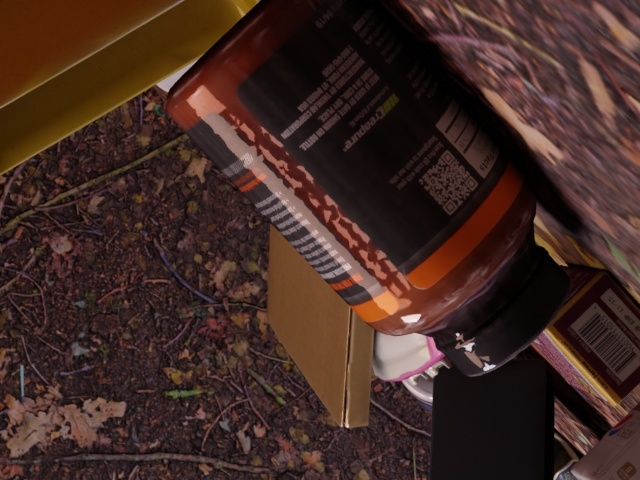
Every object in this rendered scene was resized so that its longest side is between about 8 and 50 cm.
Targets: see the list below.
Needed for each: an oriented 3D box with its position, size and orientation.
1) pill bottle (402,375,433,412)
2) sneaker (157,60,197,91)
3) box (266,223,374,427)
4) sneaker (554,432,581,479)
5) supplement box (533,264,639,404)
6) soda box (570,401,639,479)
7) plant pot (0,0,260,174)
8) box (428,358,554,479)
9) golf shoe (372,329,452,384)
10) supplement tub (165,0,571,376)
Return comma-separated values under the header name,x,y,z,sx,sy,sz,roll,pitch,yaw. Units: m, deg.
name,x,y,z,sx,sy,sz,roll,pitch,yaw
pill bottle,0.131,0.130,1.481,0.094,0.094,0.169,45,177,18
sneaker,-0.116,-0.187,1.048,0.094,0.080,0.212,58,175,23
box,0.000,0.000,0.979,0.164,0.021,0.201,-130,38,-58
sneaker,0.244,0.232,1.659,0.192,0.064,0.086,43,168,49
supplement box,0.137,0.047,0.748,0.055,0.043,0.083,46,176,-6
soda box,0.253,0.195,0.870,0.216,0.069,0.074,46,177,1
plant pot,-0.170,-0.167,0.819,0.187,0.212,0.212,59,177,-1
box,0.149,0.246,1.257,0.103,0.261,0.184,1,164,9
golf shoe,0.043,0.013,1.016,0.140,0.115,0.306,50,175,-9
supplement tub,0.028,-0.028,0.681,0.198,0.106,0.106,47,177,-9
